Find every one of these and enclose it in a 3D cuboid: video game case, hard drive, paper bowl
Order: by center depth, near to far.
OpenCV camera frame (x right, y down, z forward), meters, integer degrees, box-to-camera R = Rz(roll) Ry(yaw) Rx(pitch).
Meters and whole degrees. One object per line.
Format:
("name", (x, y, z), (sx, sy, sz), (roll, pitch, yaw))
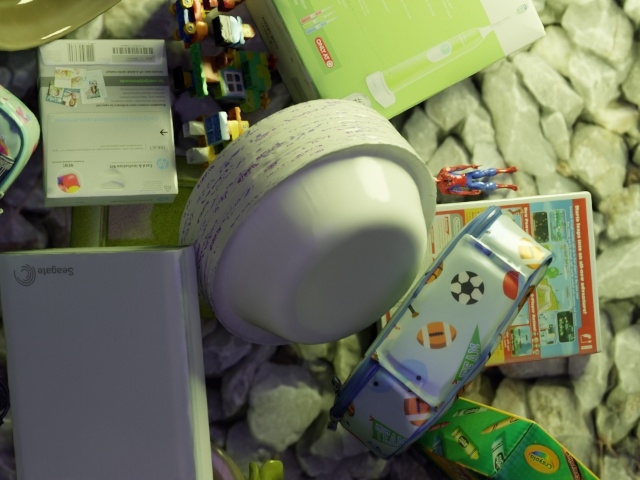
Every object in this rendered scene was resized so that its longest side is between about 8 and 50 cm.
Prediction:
("hard drive", (-0.230, 0.184, 1.554), (0.233, 0.047, 0.353), (-1, 96, 25))
("paper bowl", (0.000, 0.000, 1.566), (0.284, 0.148, 0.284), (-23, 141, -20))
("video game case", (0.203, 0.052, 1.759), (0.285, 0.025, 0.204), (-5, 93, -14))

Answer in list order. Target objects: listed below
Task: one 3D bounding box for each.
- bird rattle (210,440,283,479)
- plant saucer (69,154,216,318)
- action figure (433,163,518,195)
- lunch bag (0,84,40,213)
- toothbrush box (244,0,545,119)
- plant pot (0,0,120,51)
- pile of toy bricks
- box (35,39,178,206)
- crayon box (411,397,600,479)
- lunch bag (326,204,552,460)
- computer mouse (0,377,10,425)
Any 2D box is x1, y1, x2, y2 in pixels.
("bird rattle", (-0.156, 0.324, 1.646), (0.253, 0.143, 0.207), (-39, 89, 2))
("plant saucer", (-0.188, -0.006, 1.641), (0.188, 0.045, 0.188), (3, 91, -15))
("action figure", (0.184, -0.074, 1.750), (0.115, 0.030, 0.038), (-3, 97, -13))
("lunch bag", (-0.452, -0.111, 1.518), (0.279, 0.108, 0.224), (39, 96, -11))
("toothbrush box", (0.083, -0.263, 1.667), (0.283, 0.122, 0.206), (-29, 99, -12))
("plant pot", (-0.302, -0.402, 1.489), (0.323, 0.323, 0.280), (-40, 85, -11))
("pile of toy bricks", (-0.096, -0.192, 1.632), (0.105, 0.118, 0.212), (-3, 81, -36))
("box", (-0.238, -0.132, 1.600), (0.145, 0.038, 0.186), (-3, 73, -15))
("crayon box", (0.221, 0.268, 1.639), (0.165, 0.278, 0.081), (42, 80, -12))
("lunch bag", (0.126, 0.112, 1.611), (0.115, 0.243, 0.303), (40, 81, 5))
("computer mouse", (-0.471, 0.200, 1.568), (0.262, 0.060, 0.184), (-44, 98, -22))
